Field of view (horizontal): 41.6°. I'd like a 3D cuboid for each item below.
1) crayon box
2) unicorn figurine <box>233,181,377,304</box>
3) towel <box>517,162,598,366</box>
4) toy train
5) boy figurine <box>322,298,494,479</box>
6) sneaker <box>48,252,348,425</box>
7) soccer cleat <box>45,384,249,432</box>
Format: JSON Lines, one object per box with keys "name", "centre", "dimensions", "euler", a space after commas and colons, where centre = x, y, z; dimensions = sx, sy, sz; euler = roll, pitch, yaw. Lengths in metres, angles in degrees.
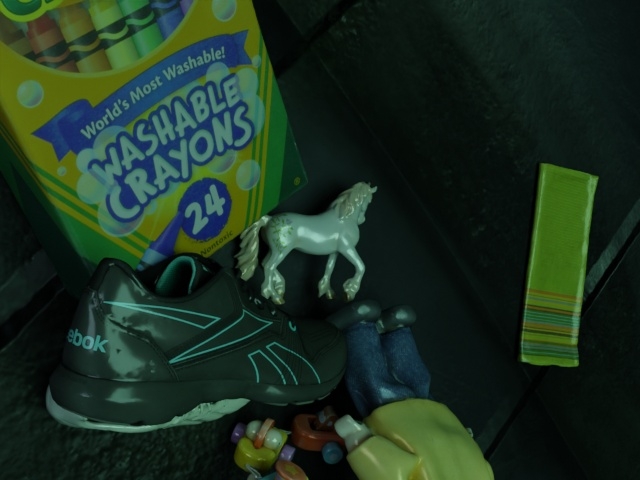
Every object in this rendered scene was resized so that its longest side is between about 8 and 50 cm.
{"name": "crayon box", "centre": [-0.143, -0.128, 0.591], "dimensions": [0.203, 0.083, 0.322], "euler": [-39, 129, -28]}
{"name": "unicorn figurine", "centre": [0.000, 0.000, 0.767], "dimensions": [0.162, 0.060, 0.111], "euler": [-1, 94, -37]}
{"name": "towel", "centre": [0.285, 0.032, 1.005], "dimensions": [0.102, 0.021, 0.237], "euler": [8, 88, -37]}
{"name": "toy train", "centre": [-0.011, 0.188, 0.725], "dimensions": [0.125, 0.166, 0.046], "euler": [12, 113, -14]}
{"name": "boy figurine", "centre": [0.087, 0.193, 0.735], "dimensions": [0.177, 0.092, 0.285], "euler": [10, 53, -48]}
{"name": "sneaker", "centre": [-0.065, 0.066, 0.618], "dimensions": [0.267, 0.101, 0.106], "euler": [3, 97, -52]}
{"name": "soccer cleat", "centre": [-0.119, 0.123, 0.677], "dimensions": [0.196, 0.076, 0.068], "euler": [0, 93, -37]}
